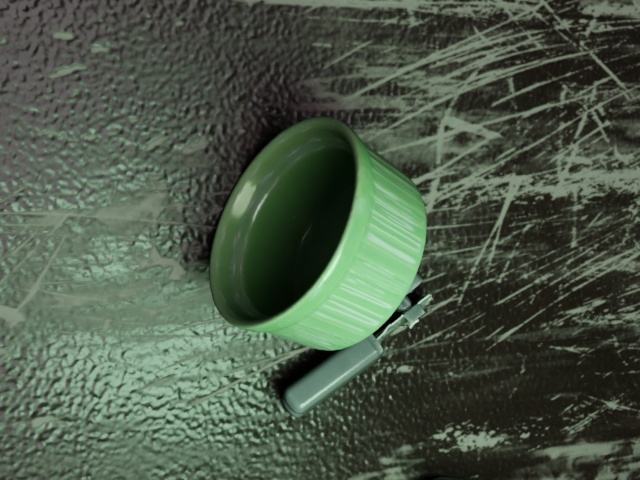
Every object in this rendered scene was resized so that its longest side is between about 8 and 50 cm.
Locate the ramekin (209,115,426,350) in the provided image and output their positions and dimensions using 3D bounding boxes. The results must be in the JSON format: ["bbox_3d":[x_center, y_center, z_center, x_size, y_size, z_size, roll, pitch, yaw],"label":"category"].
[{"bbox_3d":[0.000,0.000,1.504,0.148,0.303,0.303,27,87,-34],"label":"ramekin"}]

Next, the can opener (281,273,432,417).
[{"bbox_3d":[0.049,0.149,1.686,0.283,0.076,0.095,-35,79,-15],"label":"can opener"}]

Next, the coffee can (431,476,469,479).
[{"bbox_3d":[0.230,0.537,1.751,0.202,0.201,0.275,15,93,-26],"label":"coffee can"}]
